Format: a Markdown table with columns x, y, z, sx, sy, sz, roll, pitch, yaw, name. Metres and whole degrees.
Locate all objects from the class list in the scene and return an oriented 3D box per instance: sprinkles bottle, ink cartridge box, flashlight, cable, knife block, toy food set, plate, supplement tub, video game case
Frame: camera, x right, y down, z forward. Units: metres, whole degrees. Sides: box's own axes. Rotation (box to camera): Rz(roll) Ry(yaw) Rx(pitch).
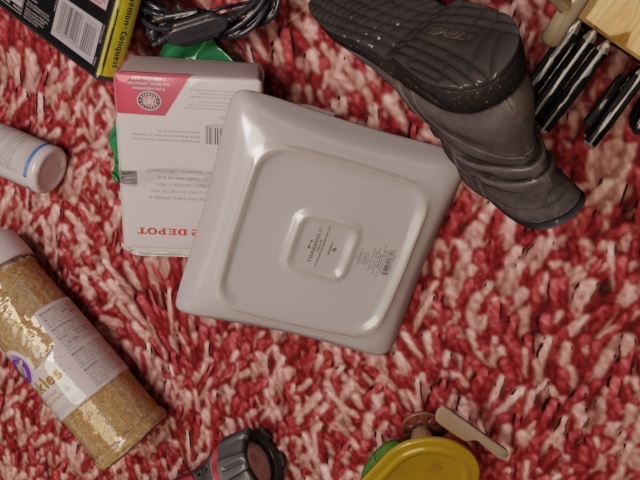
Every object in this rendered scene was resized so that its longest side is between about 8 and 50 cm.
| x | y | z | sx | sy | sz | roll | pitch | yaw | name |
| --- | --- | --- | --- | --- | --- | --- | --- | --- | --- |
| -0.373 | 0.151 | 0.999 | 0.121 | 0.121 | 0.355 | -41 | 89 | 24 | sprinkles bottle |
| -0.148 | -0.094 | 0.822 | 0.158 | 0.092 | 0.218 | 2 | 117 | -5 | ink cartridge box |
| -0.194 | 0.364 | 0.997 | 0.304 | 0.103 | 0.103 | -30 | 127 | 19 | flashlight |
| -0.122 | -0.293 | 0.805 | 0.184 | 0.047 | 0.151 | -18 | 63 | 4 | cable |
| 0.292 | -0.235 | 0.674 | 0.242 | 0.088 | 0.276 | -8 | 102 | 21 | knife block |
| 0.128 | 0.277 | 0.890 | 0.128 | 0.071 | 0.218 | 30 | 116 | -16 | toy food set |
| 0.000 | 0.000 | 0.803 | 0.278 | 0.045 | 0.277 | 14 | 111 | -14 | plate |
| -0.411 | -0.114 | 0.968 | 0.107 | 0.071 | 0.071 | 24 | 111 | 12 | supplement tub |
| -0.287 | -0.354 | 0.827 | 0.275 | 0.035 | 0.248 | 37 | 115 | 31 | video game case |

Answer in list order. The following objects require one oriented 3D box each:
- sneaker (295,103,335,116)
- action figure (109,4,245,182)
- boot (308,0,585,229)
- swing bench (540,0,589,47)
| x | y | z | sx | sy | sz | roll | pitch | yaw | name |
| --- | --- | --- | --- | --- | --- | --- | --- | --- | --- |
| -0.021 | -0.056 | 0.848 | 0.094 | 0.080 | 0.212 | 4 | 106 | 3 | sneaker |
| -0.192 | -0.156 | 0.882 | 0.137 | 0.063 | 0.232 | 46 | 110 | 1 | action figure |
| 0.116 | -0.152 | 0.719 | 0.118 | 0.338 | 0.223 | -35 | 133 | 7 | boot |
| 0.183 | -0.353 | 0.579 | 0.255 | 0.165 | 0.253 | -47 | 46 | 25 | swing bench |
